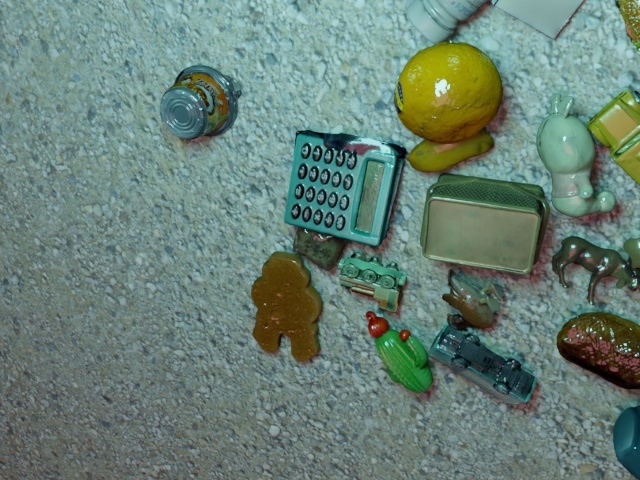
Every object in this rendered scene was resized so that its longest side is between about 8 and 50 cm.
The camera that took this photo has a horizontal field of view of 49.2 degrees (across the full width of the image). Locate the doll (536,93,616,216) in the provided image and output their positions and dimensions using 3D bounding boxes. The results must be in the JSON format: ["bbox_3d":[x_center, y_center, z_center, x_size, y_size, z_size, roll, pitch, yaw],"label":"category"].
[{"bbox_3d":[0.504,-0.156,1.424,0.113,0.155,0.275,-27,109,0],"label":"doll"}]

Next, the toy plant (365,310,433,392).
[{"bbox_3d":[0.209,0.288,1.801,0.155,0.088,0.240,5,125,45],"label":"toy plant"}]

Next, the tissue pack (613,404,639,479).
[{"bbox_3d":[0.826,0.434,1.573,0.206,0.198,0.287,33,121,5],"label":"tissue pack"}]

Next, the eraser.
[{"bbox_3d":[0.418,-0.463,1.333,0.150,0.023,0.104,21,125,-19],"label":"eraser"}]

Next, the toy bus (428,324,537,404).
[{"bbox_3d":[0.399,0.310,1.736,0.262,0.091,0.109,33,155,4],"label":"toy bus"}]

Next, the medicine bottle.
[{"bbox_3d":[0.262,-0.479,1.373,0.105,0.105,0.168,46,122,-6],"label":"medicine bottle"}]

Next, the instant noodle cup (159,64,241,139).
[{"bbox_3d":[-0.303,-0.317,1.668,0.177,0.125,0.208,47,123,-6],"label":"instant noodle cup"}]

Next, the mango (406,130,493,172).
[{"bbox_3d":[0.279,-0.198,1.525,0.190,0.098,0.075,-11,71,21],"label":"mango"}]

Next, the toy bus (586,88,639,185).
[{"bbox_3d":[0.679,-0.140,1.375,0.335,0.123,0.121,43,123,-4],"label":"toy bus"}]

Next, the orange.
[{"bbox_3d":[0.255,-0.297,1.406,0.219,0.193,0.219,0,159,0],"label":"orange"}]

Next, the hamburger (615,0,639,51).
[{"bbox_3d":[0.623,-0.415,1.273,0.137,0.087,0.166,-30,103,31],"label":"hamburger"}]

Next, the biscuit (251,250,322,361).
[{"bbox_3d":[-0.091,0.177,1.892,0.202,0.047,0.333,10,122,16],"label":"biscuit"}]

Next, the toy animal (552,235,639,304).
[{"bbox_3d":[0.624,0.051,1.517,0.214,0.094,0.186,32,115,13],"label":"toy animal"}]

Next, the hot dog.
[{"bbox_3d":[0.655,0.251,1.604,0.227,0.099,0.160,27,123,8],"label":"hot dog"}]

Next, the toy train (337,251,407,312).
[{"bbox_3d":[0.125,0.103,1.754,0.176,0.074,0.118,14,124,12],"label":"toy train"}]

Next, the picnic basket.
[{"bbox_3d":[0.360,-0.041,1.543,0.267,0.139,0.165,9,119,17],"label":"picnic basket"}]

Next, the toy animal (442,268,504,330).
[{"bbox_3d":[0.344,0.146,1.688,0.188,0.089,0.179,45,138,-12],"label":"toy animal"}]

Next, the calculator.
[{"bbox_3d":[0.045,-0.129,1.640,0.274,0.058,0.248,15,105,16],"label":"calculator"}]

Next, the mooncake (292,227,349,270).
[{"bbox_3d":[0.000,0.000,1.748,0.130,0.073,0.125,27,121,4],"label":"mooncake"}]
